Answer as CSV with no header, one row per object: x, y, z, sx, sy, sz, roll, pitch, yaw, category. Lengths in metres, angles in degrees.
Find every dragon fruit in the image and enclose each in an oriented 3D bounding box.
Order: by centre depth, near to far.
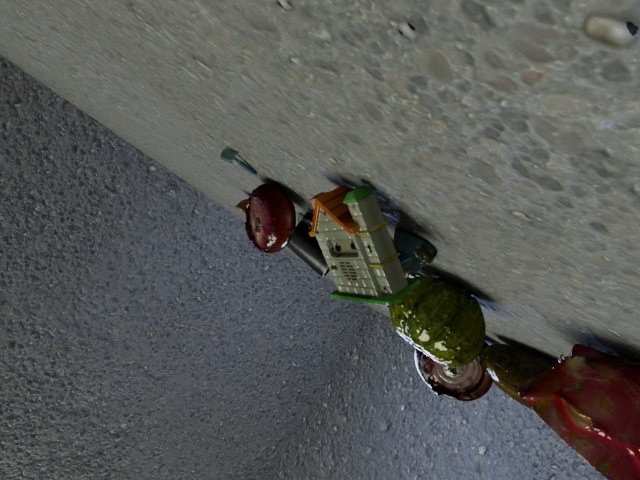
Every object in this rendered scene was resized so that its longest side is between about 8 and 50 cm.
0.659,0.382,0.984,0.386,0.249,0.371,35,-171,6,dragon fruit

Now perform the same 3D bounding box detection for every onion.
-0.164,-0.077,1.498,0.248,0.161,0.248,38,143,36,onion
0.586,0.515,1.958,0.341,0.341,0.341,31,173,4,onion

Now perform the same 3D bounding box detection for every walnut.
-0.278,-0.128,2.029,0.211,0.087,0.167,36,179,-13,walnut

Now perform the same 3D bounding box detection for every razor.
-0.246,-0.236,1.408,0.068,0.040,0.135,26,176,39,razor

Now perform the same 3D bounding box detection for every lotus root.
0.718,0.477,1.563,0.195,0.179,0.397,33,174,-23,lotus root

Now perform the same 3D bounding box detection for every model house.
0.203,0.067,1.113,0.119,0.149,0.148,29,174,12,model house

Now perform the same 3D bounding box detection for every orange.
0.344,0.227,1.321,0.301,0.223,0.300,29,162,45,orange

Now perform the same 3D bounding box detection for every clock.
0.079,0.003,1.015,0.219,0.106,0.256,-2,113,57,clock

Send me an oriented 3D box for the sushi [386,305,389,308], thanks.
0.211,0.150,1.687,0.225,0.136,0.126,40,168,-10,sushi

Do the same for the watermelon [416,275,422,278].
0.317,0.162,1.491,0.105,0.105,0.133,30,135,15,watermelon

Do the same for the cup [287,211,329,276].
0.004,-0.012,1.594,0.177,0.239,0.166,36,-145,9,cup

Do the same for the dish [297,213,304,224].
0.000,0.000,1.773,0.243,0.080,0.182,32,173,5,dish
